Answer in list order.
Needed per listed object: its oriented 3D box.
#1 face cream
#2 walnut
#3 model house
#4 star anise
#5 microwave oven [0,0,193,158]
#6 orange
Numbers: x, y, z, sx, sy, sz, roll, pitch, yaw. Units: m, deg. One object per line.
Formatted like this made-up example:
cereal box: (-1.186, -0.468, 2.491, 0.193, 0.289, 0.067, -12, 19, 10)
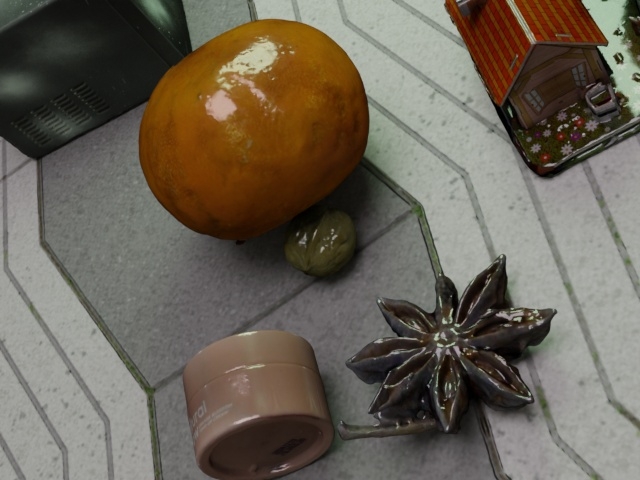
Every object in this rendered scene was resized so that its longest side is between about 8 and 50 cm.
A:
face cream: (-0.067, 0.178, 1.133, 0.149, 0.149, 0.104, -26, 53, 14)
walnut: (0.000, 0.000, 1.246, 0.092, 0.092, 0.092, -14, 57, 22)
model house: (0.259, -0.252, 1.202, 0.207, 0.154, 0.294, -29, 52, 14)
star anise: (0.125, 0.126, 1.098, 0.262, 0.081, 0.230, -46, 50, -16)
microwave oven: (-0.412, -0.396, 1.612, 0.374, 0.236, 0.432, -25, 53, 15)
orange: (-0.078, -0.133, 1.250, 0.283, 0.226, 0.284, -31, 18, 11)
